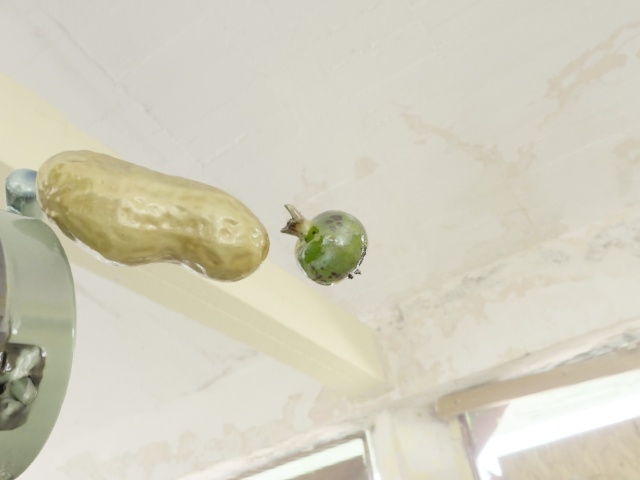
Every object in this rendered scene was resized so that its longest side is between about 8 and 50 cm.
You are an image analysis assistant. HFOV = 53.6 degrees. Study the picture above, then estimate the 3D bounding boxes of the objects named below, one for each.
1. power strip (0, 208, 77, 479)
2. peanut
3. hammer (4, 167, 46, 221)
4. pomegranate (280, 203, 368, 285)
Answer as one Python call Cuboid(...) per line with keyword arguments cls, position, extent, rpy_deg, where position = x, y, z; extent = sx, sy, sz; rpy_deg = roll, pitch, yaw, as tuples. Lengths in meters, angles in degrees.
Cuboid(cls="power strip", position=(-0.431, 0.117, 0.718), extent=(0.357, 0.357, 0.161), rpy_deg=(-32, -29, 29))
Cuboid(cls="peanut", position=(-0.224, -0.023, 0.842), extent=(0.319, 0.147, 0.147), rpy_deg=(20, -38, -4))
Cuboid(cls="hammer", position=(-0.530, -0.031, 1.055), extent=(0.069, 0.194, 0.116), rpy_deg=(30, -41, -1))
Cuboid(cls="pomegranate", position=(0.000, 0.000, 0.946), extent=(0.161, 0.122, 0.122), rpy_deg=(35, -50, -19))
